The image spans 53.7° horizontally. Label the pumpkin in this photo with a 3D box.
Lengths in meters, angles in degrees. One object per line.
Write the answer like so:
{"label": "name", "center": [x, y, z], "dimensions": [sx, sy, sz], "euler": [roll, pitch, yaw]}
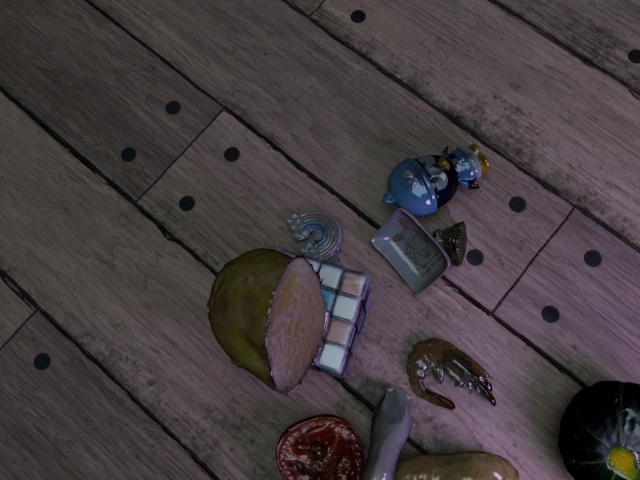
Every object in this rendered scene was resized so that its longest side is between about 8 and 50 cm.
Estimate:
{"label": "pumpkin", "center": [0.727, 0.474, 1.523], "dimensions": [0.295, 0.296, 0.296], "euler": [-1, 74, 4]}

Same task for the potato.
{"label": "potato", "center": [-0.142, 0.161, 1.406], "dimensions": [0.237, 0.301, 0.289], "euler": [8, 41, 27]}

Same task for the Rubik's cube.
{"label": "Rubik's cube", "center": [-0.022, 0.194, 1.626], "dimensions": [0.258, 0.256, 0.254], "euler": [18, 77, 10]}

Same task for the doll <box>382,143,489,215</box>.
{"label": "doll", "center": [0.315, -0.172, 1.765], "dimensions": [0.314, 0.141, 0.177], "euler": [-26, 62, -8]}

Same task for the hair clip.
{"label": "hair clip", "center": [0.000, 0.000, 1.791], "dimensions": [0.140, 0.054, 0.220], "euler": [-26, 71, 4]}

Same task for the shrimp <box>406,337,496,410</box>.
{"label": "shrimp", "center": [0.336, 0.367, 1.659], "dimensions": [0.173, 0.058, 0.253], "euler": [-46, 73, 0]}

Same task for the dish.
{"label": "dish", "center": [0.257, 0.024, 1.727], "dimensions": [0.212, 0.077, 0.151], "euler": [50, 126, 15]}

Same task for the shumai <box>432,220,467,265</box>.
{"label": "shumai", "center": [0.352, 0.006, 1.743], "dimensions": [0.087, 0.099, 0.124], "euler": [5, 71, 22]}

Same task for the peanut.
{"label": "peanut", "center": [0.328, 0.584, 1.548], "dimensions": [0.318, 0.147, 0.148], "euler": [0, 74, 4]}

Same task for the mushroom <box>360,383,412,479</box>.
{"label": "mushroom", "center": [0.156, 0.516, 1.548], "dimensions": [0.097, 0.109, 0.351], "euler": [25, 46, 0]}

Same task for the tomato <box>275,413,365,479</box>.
{"label": "tomato", "center": [0.001, 0.550, 1.610], "dimensions": [0.227, 0.101, 0.228], "euler": [0, 84, 4]}
